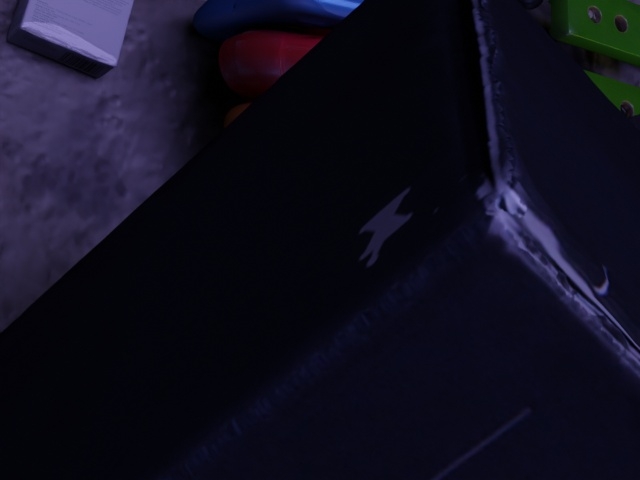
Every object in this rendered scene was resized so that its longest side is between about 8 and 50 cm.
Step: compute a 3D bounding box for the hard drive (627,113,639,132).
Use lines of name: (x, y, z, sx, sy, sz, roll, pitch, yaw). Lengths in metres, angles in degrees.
hard drive: (0.180, 0.015, 0.850, 0.237, 0.339, 0.064, -20, 72, -34)

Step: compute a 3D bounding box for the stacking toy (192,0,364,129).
stacking toy: (0.000, 0.000, 0.870, 0.166, 0.175, 0.301, 11, 86, -26)

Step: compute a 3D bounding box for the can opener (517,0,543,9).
can opener: (0.135, -0.261, 1.051, 0.059, 0.073, 0.186, -25, 99, -71)

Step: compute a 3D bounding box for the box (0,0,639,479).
box: (0.041, 0.223, 0.613, 0.472, 0.480, 0.297, 43, 20, -18)

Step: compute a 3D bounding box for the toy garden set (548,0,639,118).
toy garden set: (0.247, -0.178, 1.099, 0.204, 0.049, 0.244, 11, 71, -32)

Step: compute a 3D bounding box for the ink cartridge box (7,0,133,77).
ink cartridge box: (-0.144, -0.164, 0.871, 0.063, 0.029, 0.115, 21, 69, -26)
